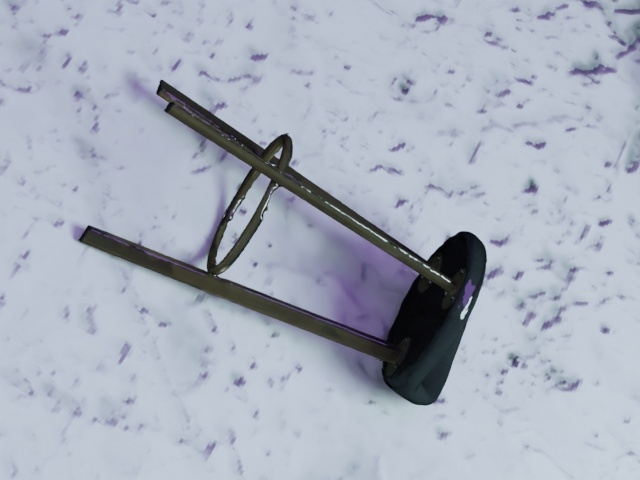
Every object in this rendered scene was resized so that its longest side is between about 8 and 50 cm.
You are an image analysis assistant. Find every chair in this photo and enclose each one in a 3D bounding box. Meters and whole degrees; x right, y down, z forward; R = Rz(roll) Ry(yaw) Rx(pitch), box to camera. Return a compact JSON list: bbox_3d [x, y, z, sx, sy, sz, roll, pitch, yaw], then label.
[{"bbox_3d":[-0.001,0.000,0.923,0.222,0.095,0.104,31,66,-16],"label":"chair"}]
